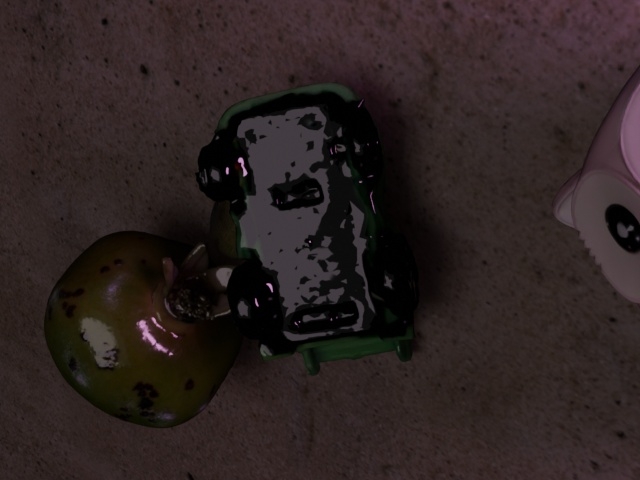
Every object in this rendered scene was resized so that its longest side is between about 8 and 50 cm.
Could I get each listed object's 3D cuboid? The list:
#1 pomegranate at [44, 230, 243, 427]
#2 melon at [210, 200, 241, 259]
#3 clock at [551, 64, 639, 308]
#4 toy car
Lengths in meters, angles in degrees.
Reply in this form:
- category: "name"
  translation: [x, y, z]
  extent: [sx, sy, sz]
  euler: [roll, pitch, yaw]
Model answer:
- category: "pomegranate"
  translation: [-0.233, 0.129, 1.327]
  extent: [0.323, 0.291, 0.290]
  euler: [5, 116, 59]
- category: "melon"
  translation: [-0.090, -0.039, 1.240]
  extent: [0.099, 0.099, 0.162]
  euler: [48, 137, 13]
- category: "clock"
  translation: [0.385, -0.014, 0.685]
  extent: [0.377, 0.250, 0.368]
  euler: [38, 138, 17]
- category: "toy car"
  translation: [0.000, 0.000, 1.118]
  extent: [0.213, 0.176, 0.358]
  euler: [-12, 96, 14]
